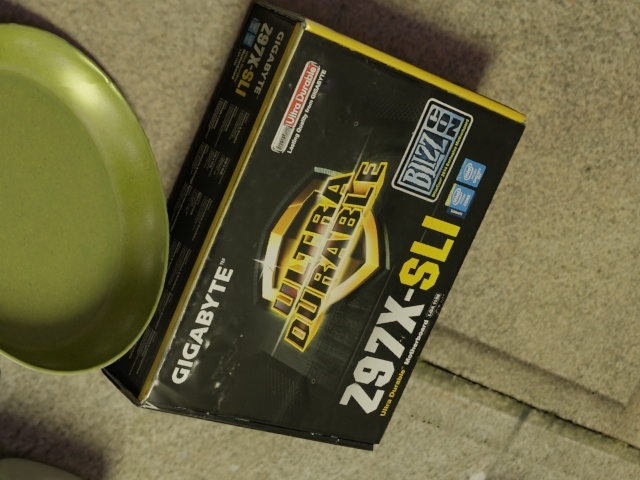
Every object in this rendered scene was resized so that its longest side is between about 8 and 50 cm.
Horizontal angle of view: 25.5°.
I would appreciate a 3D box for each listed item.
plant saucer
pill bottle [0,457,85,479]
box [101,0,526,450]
[{"bbox_3d":[-0.195,-0.025,0.955,0.241,0.037,0.241,26,57,-49],"label":"plant saucer"},{"bbox_3d":[-0.249,0.323,1.070,0.161,0.161,0.283,30,93,-40],"label":"pill bottle"},{"bbox_3d":[0.000,0.000,1.150,0.257,0.079,0.322,17,100,-41],"label":"box"}]
